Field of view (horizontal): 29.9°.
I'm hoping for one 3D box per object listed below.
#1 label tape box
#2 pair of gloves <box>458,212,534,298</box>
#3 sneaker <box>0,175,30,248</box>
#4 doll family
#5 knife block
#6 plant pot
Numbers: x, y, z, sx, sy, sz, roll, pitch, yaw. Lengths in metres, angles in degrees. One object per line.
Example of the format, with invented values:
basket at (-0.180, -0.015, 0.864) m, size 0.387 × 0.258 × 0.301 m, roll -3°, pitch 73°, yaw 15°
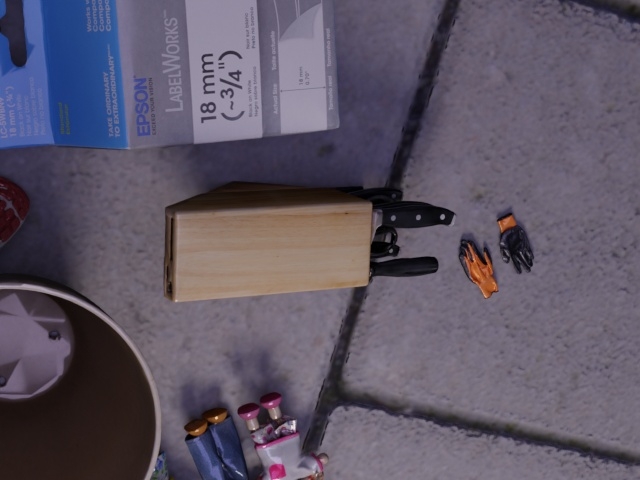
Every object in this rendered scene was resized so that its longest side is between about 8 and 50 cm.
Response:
label tape box at (-0.155, -0.211, 1.145) m, size 0.333 × 0.106 × 0.241 m, roll -8°, pitch 103°, yaw -24°
pair of gloves at (0.200, 0.017, 1.357) m, size 0.083 × 0.010 × 0.074 m, roll -31°, pitch 105°, yaw -8°
sneaker at (-0.385, 0.020, 1.188) m, size 0.225 × 0.093 × 0.088 m, roll -42°, pitch 84°, yaw -17°
doll family at (-0.124, 0.277, 1.296) m, size 0.263 × 0.118 × 0.163 m, roll -22°, pitch 100°, yaw -27°
knife block at (0.000, 0.000, 1.193) m, size 0.242 × 0.275 × 0.088 m, roll 5°, pitch 101°, yaw 16°
plant pot at (-0.291, 0.135, 1.127) m, size 0.256 × 0.274 × 0.257 m, roll -2°, pitch 101°, yaw -13°
